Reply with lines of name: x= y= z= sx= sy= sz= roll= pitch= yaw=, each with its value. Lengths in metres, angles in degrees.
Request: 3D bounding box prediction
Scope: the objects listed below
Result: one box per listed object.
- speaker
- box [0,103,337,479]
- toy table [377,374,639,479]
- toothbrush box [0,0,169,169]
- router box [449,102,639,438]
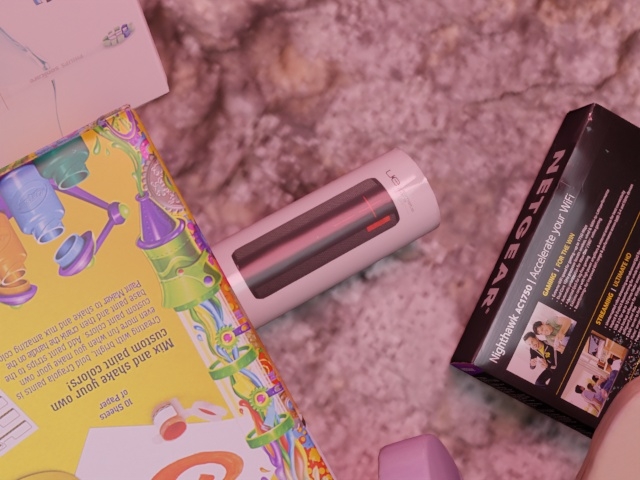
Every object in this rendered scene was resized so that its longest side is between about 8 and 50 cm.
speaker: x=0.000 y=0.000 z=0.765 sx=0.136 sy=0.055 sz=0.055 roll=-28 pitch=93 yaw=-14
box: x=-0.160 y=0.132 z=0.645 sx=0.290 sy=0.177 sz=0.279 roll=-29 pitch=93 yaw=-14
toy table: x=0.150 y=0.210 z=0.699 sx=0.161 sy=0.252 sz=0.274 roll=-19 pitch=113 yaw=12
toothbrush box: x=-0.247 y=-0.112 z=0.613 sx=0.295 sy=0.126 sz=0.216 roll=-29 pitch=135 yaw=-12
router box: x=0.178 y=0.025 z=0.809 sx=0.133 sy=0.046 sz=0.179 roll=28 pitch=81 yaw=-10
